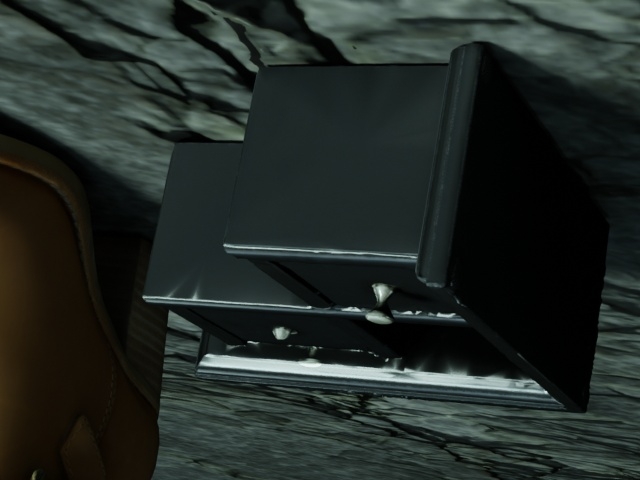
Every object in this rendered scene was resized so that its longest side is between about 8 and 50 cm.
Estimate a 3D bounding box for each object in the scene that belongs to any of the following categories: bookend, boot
[{"bbox_3d":[0.000,0.000,0.523,0.156,0.072,0.157,3,163,24],"label":"bookend"},{"bbox_3d":[-0.155,0.079,0.619,0.109,0.220,0.283,4,164,19],"label":"boot"}]
